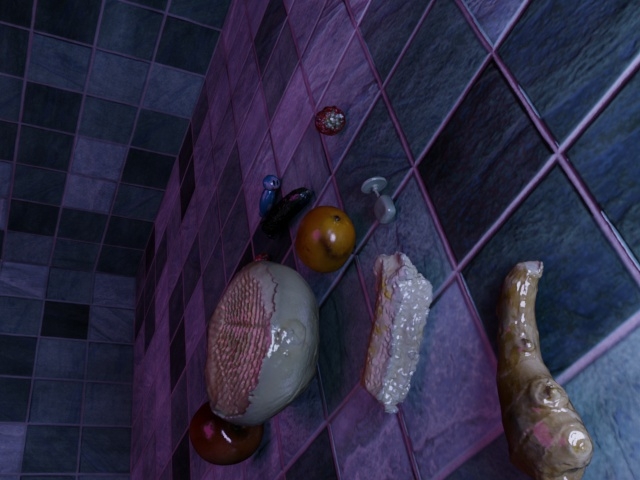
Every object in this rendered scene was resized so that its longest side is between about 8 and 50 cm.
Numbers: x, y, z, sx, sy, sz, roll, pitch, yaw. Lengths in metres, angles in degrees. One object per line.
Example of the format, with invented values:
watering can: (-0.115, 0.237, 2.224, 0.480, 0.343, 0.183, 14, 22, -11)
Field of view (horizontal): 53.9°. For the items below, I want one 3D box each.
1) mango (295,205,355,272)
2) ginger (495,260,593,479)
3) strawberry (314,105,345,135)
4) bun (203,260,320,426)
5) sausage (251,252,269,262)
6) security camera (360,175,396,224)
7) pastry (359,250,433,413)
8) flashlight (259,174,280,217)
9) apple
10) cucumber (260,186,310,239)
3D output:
mango: (0.000, 0.000, 1.355, 0.219, 0.112, 0.144, 161, 113, -67)
ginger: (0.261, 0.157, 0.771, 0.131, 0.086, 0.294, 97, 174, -60)
strawberry: (0.020, -0.277, 1.473, 0.083, 0.073, 0.073, -178, 97, -81)
bun: (-0.112, 0.234, 1.405, 0.364, 0.202, 0.364, -36, 46, 49)
sausage: (-0.181, 0.077, 1.803, 0.050, 0.048, 0.145, -50, 2, -42)
security camera: (0.118, -0.075, 1.216, 0.058, 0.058, 0.092, -51, 49, 47)
pastry: (0.122, 0.148, 1.060, 0.121, 0.089, 0.258, 10, 89, 61)
flashlight: (-0.151, -0.128, 1.814, 0.051, 0.051, 0.129, -118, 39, -54)
apple: (-0.242, 0.486, 1.615, 0.168, 0.181, 0.181, 137, 136, -56)
cucumber: (-0.096, -0.075, 1.647, 0.245, 0.067, 0.067, 135, 138, -55)
